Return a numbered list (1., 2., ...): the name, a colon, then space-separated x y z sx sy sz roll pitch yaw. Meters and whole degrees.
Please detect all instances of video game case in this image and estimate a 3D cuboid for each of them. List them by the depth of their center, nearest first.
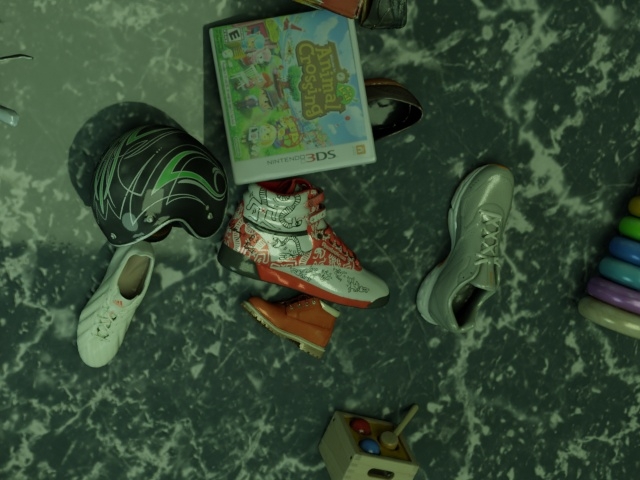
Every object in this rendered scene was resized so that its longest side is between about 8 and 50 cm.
1. video game case: -0.037 -0.193 1.712 0.193 0.023 0.212 -9 91 1

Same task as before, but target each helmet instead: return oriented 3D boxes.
1. helmet: -0.217 -0.067 1.671 0.161 0.169 0.169 17 101 -43

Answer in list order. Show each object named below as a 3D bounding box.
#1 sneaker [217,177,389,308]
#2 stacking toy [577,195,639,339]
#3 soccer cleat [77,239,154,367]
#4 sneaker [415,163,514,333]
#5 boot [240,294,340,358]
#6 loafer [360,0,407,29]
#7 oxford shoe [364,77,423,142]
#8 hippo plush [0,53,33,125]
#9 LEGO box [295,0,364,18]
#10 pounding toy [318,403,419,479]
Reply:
1. sneaker: 0.000 0.000 1.816 0.270 0.090 0.145 16 103 -22
2. stacking toy: 0.518 -0.016 1.988 0.141 0.141 0.330 17 97 -24
3. soccer cleat: -0.279 0.087 1.747 0.068 0.076 0.196 19 100 -25
4. sneaker: 0.237 0.019 1.894 0.099 0.121 0.262 14 101 -25
5. boot: -0.042 0.102 1.856 0.158 0.059 0.085 29 92 -34
6. loafer: 0.079 -0.368 1.745 0.061 0.062 0.170 -11 109 -12
7. oxford shoe: 0.010 -0.167 1.761 0.271 0.098 0.097 -15 112 -15
8. hippo plush: -0.496 -0.155 1.549 0.294 0.234 0.236 7 136 -8
9. LEGO box: -0.061 -0.567 1.552 0.372 0.193 0.500 17 101 -24
10. pounding toy: 0.087 0.311 1.939 0.141 0.130 0.100 15 113 -24
